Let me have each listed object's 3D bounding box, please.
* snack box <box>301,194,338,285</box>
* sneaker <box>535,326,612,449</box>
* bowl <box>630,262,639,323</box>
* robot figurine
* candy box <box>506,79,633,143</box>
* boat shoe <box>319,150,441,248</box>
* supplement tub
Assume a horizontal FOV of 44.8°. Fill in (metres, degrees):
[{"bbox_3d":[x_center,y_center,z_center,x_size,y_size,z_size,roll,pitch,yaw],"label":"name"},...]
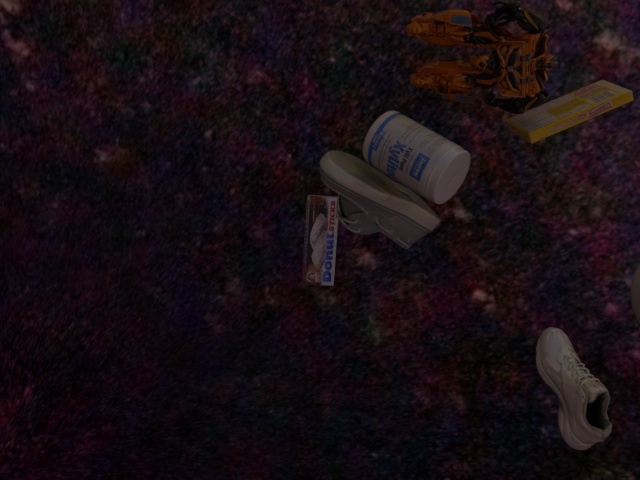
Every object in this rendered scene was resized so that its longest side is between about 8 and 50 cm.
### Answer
[{"bbox_3d":[0.000,0.000,1.547,0.064,0.022,0.178,2,94,-22],"label":"snack box"},{"bbox_3d":[0.484,0.265,1.442,0.090,0.115,0.232,-11,74,-25],"label":"sneaker"},{"bbox_3d":[0.877,0.123,1.935,0.297,0.134,0.298,-3,98,-23],"label":"bowl"},{"bbox_3d":[0.300,-0.339,1.449,0.085,0.290,0.211,-33,127,-36],"label":"robot figurine"},{"bbox_3d":[0.462,-0.242,1.447,0.205,0.105,0.027,-23,113,-1],"label":"candy box"},{"bbox_3d":[0.065,-0.038,0.970,0.227,0.081,0.079,24,23,-47],"label":"boat shoe"},{"bbox_3d":[0.108,-0.096,0.881,0.107,0.071,0.071,34,57,28],"label":"supplement tub"}]
